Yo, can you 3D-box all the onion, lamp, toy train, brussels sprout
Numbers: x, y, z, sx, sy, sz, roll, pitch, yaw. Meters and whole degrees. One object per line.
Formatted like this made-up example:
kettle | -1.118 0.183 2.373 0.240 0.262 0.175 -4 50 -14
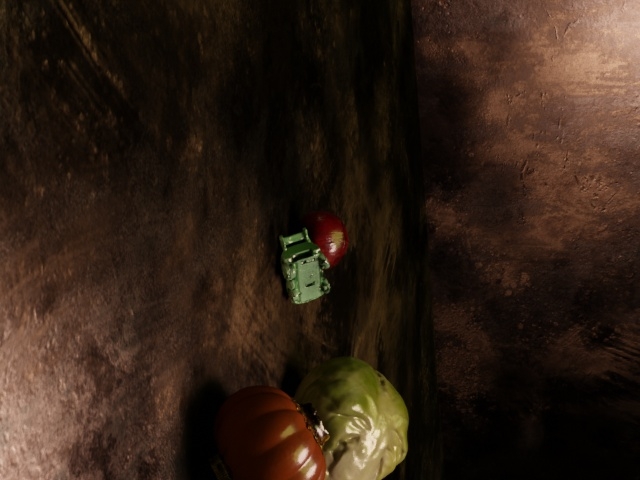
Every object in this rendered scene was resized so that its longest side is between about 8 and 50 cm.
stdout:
onion | 0.000 0.000 2.029 0.131 0.131 0.131 0 90 -75
lamp | -0.084 0.345 1.564 0.223 0.196 0.223 57 -10 16
toy train | -0.037 0.059 1.958 0.081 0.099 0.149 -124 -160 -45
brussels sprout | 0.059 0.404 1.995 0.274 0.243 0.316 15 74 -67
